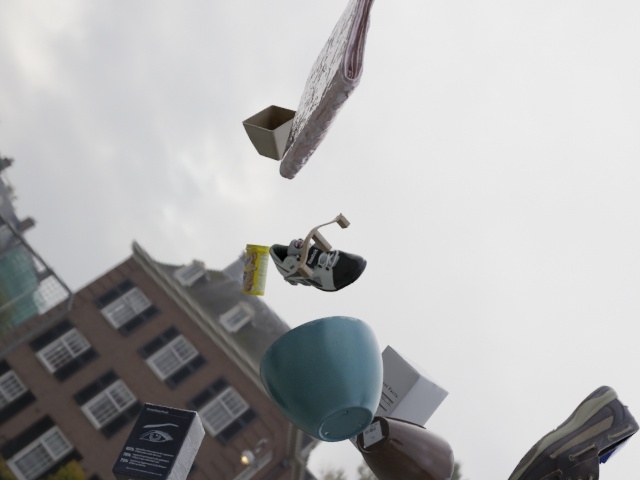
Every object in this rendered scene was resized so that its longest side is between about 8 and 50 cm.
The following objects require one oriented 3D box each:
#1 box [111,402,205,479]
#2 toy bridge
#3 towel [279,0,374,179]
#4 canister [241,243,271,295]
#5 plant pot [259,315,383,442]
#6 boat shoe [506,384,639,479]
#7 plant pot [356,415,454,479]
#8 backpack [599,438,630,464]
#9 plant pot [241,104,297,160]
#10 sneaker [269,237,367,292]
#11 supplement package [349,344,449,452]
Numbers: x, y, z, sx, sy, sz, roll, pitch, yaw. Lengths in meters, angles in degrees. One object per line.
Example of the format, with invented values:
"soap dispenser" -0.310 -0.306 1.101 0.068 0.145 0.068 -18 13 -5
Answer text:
"box" -0.407 0.535 1.932 0.153 0.207 0.108 7 -45 17
"toy bridge" 0.000 0.000 1.770 0.063 0.188 0.026 48 -31 -18
"towel" 0.021 -0.323 1.525 0.053 0.317 0.332 22 -34 -11
"canister" -0.221 0.099 2.592 0.126 0.073 0.169 -179 -84 -71
"plant pot" 0.024 0.341 1.738 0.290 0.290 0.195 85 -14 -45
"boat shoe" 0.504 0.443 1.528 0.130 0.355 0.132 44 -14 28
"plant pot" 0.206 0.567 2.040 0.230 0.215 0.215 41 -18 -34
"backpack" 0.628 0.415 1.704 0.120 0.098 0.101 44 -47 31
"plant pot" -0.110 -0.257 1.849 0.109 0.109 0.096 22 -45 37
"sneaker" -0.022 0.060 2.171 0.331 0.122 0.146 -3 -42 42
"supplement package" 0.211 0.504 2.321 0.177 0.293 0.175 37 2 -41
